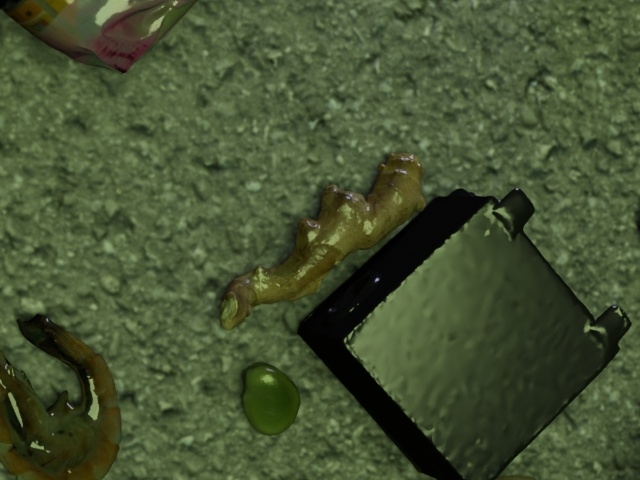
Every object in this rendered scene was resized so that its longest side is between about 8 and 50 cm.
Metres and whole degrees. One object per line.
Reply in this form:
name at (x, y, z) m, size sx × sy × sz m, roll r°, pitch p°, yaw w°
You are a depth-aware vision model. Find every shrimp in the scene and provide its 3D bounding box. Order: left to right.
shrimp at (-0.292, 0.148, 1.735) m, size 0.145 × 0.059 × 0.254 m, roll -28°, pitch 100°, yaw -14°

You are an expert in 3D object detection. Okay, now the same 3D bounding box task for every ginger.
ginger at (0.000, 0.000, 1.797) m, size 0.288 × 0.075 × 0.089 m, roll -34°, pitch 103°, yaw -13°

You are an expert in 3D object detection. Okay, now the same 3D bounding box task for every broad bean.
broad bean at (-0.054, 0.170, 1.807) m, size 0.063 × 0.045 × 0.083 m, roll -19°, pitch 106°, yaw -12°

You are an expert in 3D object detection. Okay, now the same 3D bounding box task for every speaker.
speaker at (0.151, 0.095, 1.784) m, size 0.254 × 0.184 × 0.232 m, roll -44°, pitch 102°, yaw -11°

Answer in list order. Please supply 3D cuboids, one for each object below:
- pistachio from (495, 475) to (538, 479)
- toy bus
pistachio at (0.130, 0.369, 1.804) m, size 0.299 × 0.187 × 0.187 m, roll -34°, pitch 101°, yaw -17°
toy bus at (-0.151, -0.334, 1.687) m, size 0.162 × 0.171 × 0.386 m, roll 43°, pitch 83°, yaw -17°
